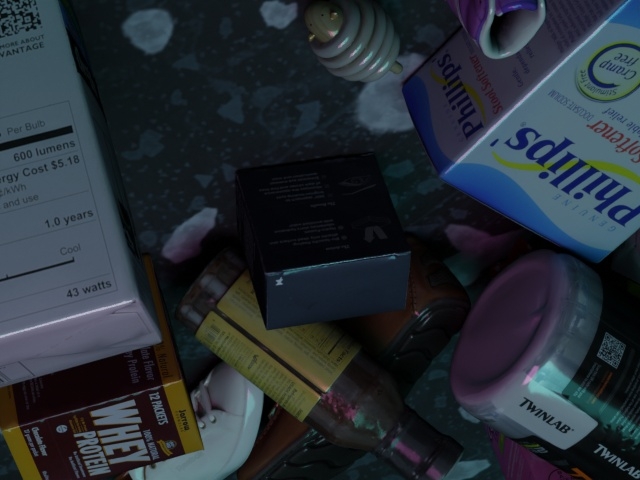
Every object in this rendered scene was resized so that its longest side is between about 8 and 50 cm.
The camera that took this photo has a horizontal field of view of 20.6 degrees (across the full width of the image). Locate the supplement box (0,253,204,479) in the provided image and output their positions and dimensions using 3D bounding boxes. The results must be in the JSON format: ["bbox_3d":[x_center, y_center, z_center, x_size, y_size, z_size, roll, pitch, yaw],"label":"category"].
[{"bbox_3d":[-0.248,0.146,1.908,0.194,0.191,0.129,-16,137,-4],"label":"supplement box"}]

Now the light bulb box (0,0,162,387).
[{"bbox_3d":[-0.356,-0.051,1.513,0.357,0.361,0.225,-15,168,-4],"label":"light bulb box"}]

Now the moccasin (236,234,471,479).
[{"bbox_3d":[0.017,0.154,2.062,0.139,0.147,0.380,4,130,-42],"label":"moccasin"}]

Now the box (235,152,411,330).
[{"bbox_3d":[0.000,0.000,1.871,0.156,0.158,0.093,-8,136,-11],"label":"box"}]

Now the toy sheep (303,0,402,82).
[{"bbox_3d":[0.035,-0.199,1.733,0.132,0.091,0.091,23,123,-36],"label":"toy sheep"}]

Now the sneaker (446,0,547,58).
[{"bbox_3d":[0.177,-0.297,1.632,0.102,0.161,0.282,-9,135,-8],"label":"sneaker"}]

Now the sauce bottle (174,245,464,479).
[{"bbox_3d":[0.001,0.150,1.926,0.344,0.111,0.111,40,120,3],"label":"sauce bottle"}]

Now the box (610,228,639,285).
[{"bbox_3d":[0.490,-0.027,2.018,0.290,0.087,0.169,4,103,-23],"label":"box"}]

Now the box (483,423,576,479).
[{"bbox_3d":[0.335,0.247,2.175,0.213,0.243,0.117,-9,136,-10],"label":"box"}]

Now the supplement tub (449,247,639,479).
[{"bbox_3d":[0.327,0.172,1.942,0.338,0.207,0.207,32,119,-20],"label":"supplement tub"}]

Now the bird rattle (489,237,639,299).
[{"bbox_3d":[0.307,0.094,2.104,0.253,0.143,0.207,-7,152,-8],"label":"bird rattle"}]

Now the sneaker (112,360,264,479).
[{"bbox_3d":[-0.164,0.238,2.093,0.123,0.106,0.290,9,132,-30],"label":"sneaker"}]

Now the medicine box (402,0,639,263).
[{"bbox_3d":[0.283,-0.154,1.821,0.263,0.149,0.289,26,120,-37],"label":"medicine box"}]
